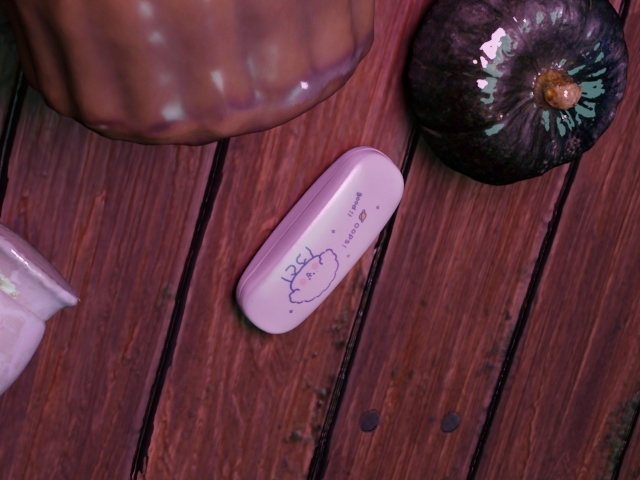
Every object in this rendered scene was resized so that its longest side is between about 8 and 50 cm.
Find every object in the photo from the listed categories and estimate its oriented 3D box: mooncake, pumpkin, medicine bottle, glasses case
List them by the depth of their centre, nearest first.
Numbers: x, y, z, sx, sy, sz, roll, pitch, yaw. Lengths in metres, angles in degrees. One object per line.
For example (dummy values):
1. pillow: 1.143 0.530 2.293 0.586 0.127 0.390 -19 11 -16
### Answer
1. mooncake: -0.098 -0.196 1.452 0.290 0.290 0.161 -21 123 -21
2. medicine bottle: -0.289 0.050 1.542 0.143 0.147 0.147 -50 128 -5
3. pumpkin: 0.180 -0.151 1.722 0.211 0.152 0.212 -5 111 -13
4. glasses case: 0.000 0.000 1.753 0.197 0.049 0.076 -50 129 -1
